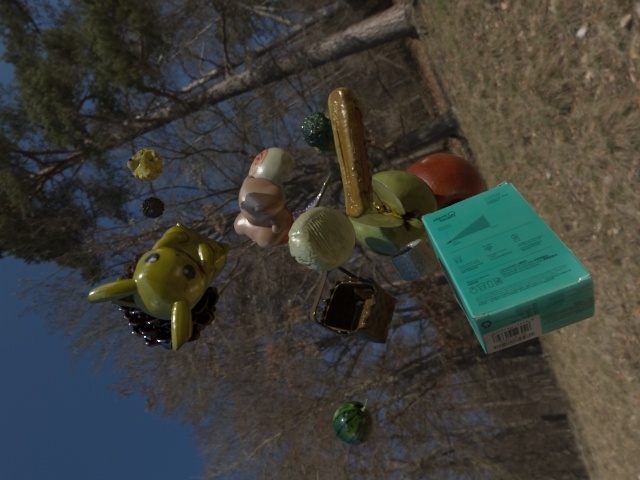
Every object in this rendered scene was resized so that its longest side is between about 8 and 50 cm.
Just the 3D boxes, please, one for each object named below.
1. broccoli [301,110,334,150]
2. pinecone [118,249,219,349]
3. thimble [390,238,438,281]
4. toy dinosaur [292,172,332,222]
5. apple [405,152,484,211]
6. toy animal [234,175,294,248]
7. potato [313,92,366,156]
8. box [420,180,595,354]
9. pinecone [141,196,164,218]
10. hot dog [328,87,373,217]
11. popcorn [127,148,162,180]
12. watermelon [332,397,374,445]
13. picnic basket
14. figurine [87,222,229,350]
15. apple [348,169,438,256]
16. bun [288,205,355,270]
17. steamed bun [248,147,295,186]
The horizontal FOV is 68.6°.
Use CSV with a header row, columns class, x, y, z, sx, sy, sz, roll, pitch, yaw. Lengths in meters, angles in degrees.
class,x,y,z,sx,sy,sz,roll,pitch,yaw
broccoli,-0.009,-0.433,1.865,0.146,0.162,0.138,51,-137,9
pinecone,-0.460,0.162,1.414,0.298,0.242,0.296,-40,-64,-17
thimble,0.263,0.057,1.312,0.102,0.115,0.090,-35,-86,-20
toy dinosaur,-0.053,-0.085,1.535,0.072,0.251,0.200,-12,-96,-67
apple,0.459,-0.162,1.812,0.348,0.348,0.277,46,-168,-33
toy animal,-0.158,-0.070,1.324,0.198,0.171,0.171,82,-166,-47
potato,0.077,-0.496,2.027,0.173,0.307,0.210,39,-174,-9
box,0.343,0.041,0.903,0.311,0.205,0.118,-102,-11,-52
pinecone,-0.584,-0.114,1.626,0.077,0.083,0.077,-4,-83,-39
hot dog,0.070,-0.192,1.042,0.061,0.087,0.286,-14,-78,-40
popcorn,-0.430,-0.180,1.158,0.084,0.084,0.084,34,-135,-43
watermelon,0.079,0.423,1.090,0.109,0.109,0.109,34,-135,-43
picnic basket,0.116,0.264,1.898,0.321,0.291,0.254,33,-113,-30
figurine,-0.330,0.076,1.030,0.218,0.169,0.327,21,-164,-2
apple,0.235,-0.089,1.552,0.292,0.292,0.254,54,171,-23
bun,0.000,0.000,1.195,0.164,0.111,0.188,52,-128,-11
steamed bun,-0.224,-0.304,2.014,0.145,0.232,0.232,38,-140,-16
